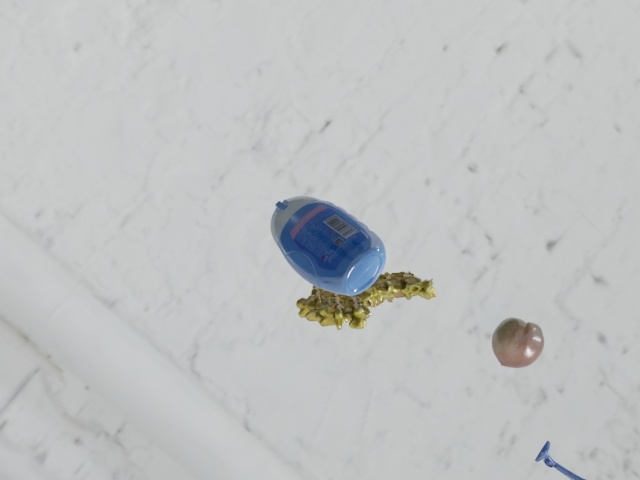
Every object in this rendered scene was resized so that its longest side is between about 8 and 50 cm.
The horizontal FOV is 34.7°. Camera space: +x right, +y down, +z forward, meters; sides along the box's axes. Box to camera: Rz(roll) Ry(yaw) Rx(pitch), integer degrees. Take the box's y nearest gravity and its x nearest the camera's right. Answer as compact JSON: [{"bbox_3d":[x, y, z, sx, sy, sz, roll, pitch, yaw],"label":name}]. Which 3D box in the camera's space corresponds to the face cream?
[{"bbox_3d":[0.000,0.000,1.884,0.149,0.083,0.264,-43,-133,-10],"label":"face cream"}]

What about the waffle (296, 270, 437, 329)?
[{"bbox_3d":[0.092,0.121,2.336,0.293,0.069,0.260,-18,-162,-38],"label":"waffle"}]

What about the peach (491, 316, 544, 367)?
[{"bbox_3d":[0.304,0.158,1.577,0.083,0.083,0.083,-45,-167,13],"label":"peach"}]

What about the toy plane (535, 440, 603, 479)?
[{"bbox_3d":[0.372,0.340,1.409,0.054,0.167,0.062,-51,168,-25],"label":"toy plane"}]
